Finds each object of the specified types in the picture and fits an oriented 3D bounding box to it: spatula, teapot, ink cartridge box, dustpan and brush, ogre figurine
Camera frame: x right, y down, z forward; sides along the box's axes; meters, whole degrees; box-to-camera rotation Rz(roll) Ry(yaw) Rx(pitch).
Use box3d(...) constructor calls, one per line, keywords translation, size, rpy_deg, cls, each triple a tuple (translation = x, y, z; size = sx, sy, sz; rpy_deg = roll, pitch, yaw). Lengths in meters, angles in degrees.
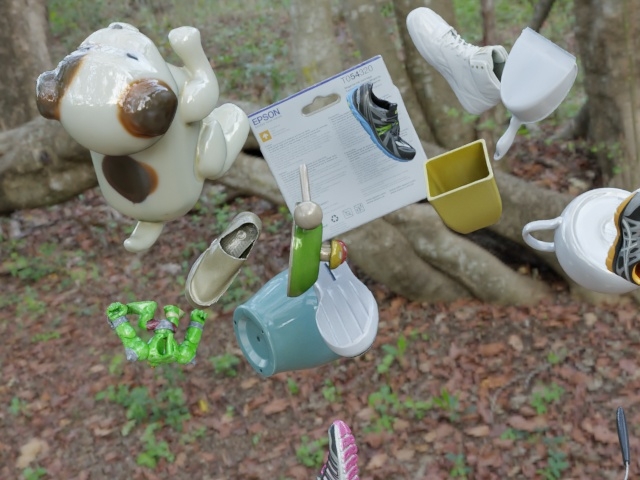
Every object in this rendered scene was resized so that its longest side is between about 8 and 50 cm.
box3d(translation=(0.598, 0.462, 1.634), size=(0.030, 0.084, 0.297), rpy_deg=(5, 51, 16), cls="spatula")
box3d(translation=(0.626, 0.018, 1.843), size=(0.252, 0.256, 0.187), rpy_deg=(-25, -21, -13), cls="teapot")
box3d(translation=(0.052, -0.193, 1.811), size=(0.324, 0.330, 0.071), rpy_deg=(-22, 15, 10), cls="ink cartridge box")
box3d(translation=(0.337, -0.228, 1.375), size=(0.060, 0.211, 0.147), rpy_deg=(18, 24, -37), cls="dustpan and brush")
box3d(translation=(-0.311, 0.181, 1.589), size=(0.096, 0.118, 0.197), rpy_deg=(-27, -33, 30), cls="ogre figurine")

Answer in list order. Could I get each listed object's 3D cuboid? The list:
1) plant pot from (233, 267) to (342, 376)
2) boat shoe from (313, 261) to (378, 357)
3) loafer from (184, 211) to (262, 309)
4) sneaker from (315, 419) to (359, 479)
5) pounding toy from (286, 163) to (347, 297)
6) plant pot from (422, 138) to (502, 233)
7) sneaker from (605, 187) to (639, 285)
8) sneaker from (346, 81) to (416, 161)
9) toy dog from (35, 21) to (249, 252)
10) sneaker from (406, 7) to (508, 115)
box3d(translation=(-0.059, 0.198, 1.990), size=(0.255, 0.272, 0.271), rpy_deg=(-24, 22, -31), cls="plant pot")
box3d(translation=(0.056, 0.145, 1.640), size=(0.121, 0.119, 0.335), rpy_deg=(-22, 26, 3), cls="boat shoe")
box3d(translation=(-0.128, 0.024, 1.079), size=(0.148, 0.056, 0.050), rpy_deg=(-59, 7, -7), cls="loafer")
box3d(translation=(0.022, 0.392, 1.402), size=(0.074, 0.171, 0.063), rpy_deg=(-7, 1, 25), cls="sneaker")
box3d(translation=(0.000, 0.000, 1.558), size=(0.110, 0.237, 0.183), rpy_deg=(6, 36, -2), cls="pounding toy")
box3d(translation=(0.180, -0.057, 1.008), size=(0.081, 0.083, 0.082), rpy_deg=(-20, 38, 17), cls="plant pot")
box3d(translation=(0.585, -0.008, 1.503), size=(0.084, 0.215, 0.083), rpy_deg=(-22, 43, -16), cls="sneaker")
box3d(translation=(0.129, -0.229, 1.613), size=(0.078, 0.188, 0.067), rpy_deg=(-34, 19, 21), cls="sneaker")
box3d(translation=(-0.340, -0.210, 1.464), size=(0.284, 0.396, 0.408), rpy_deg=(20, -15, 11), cls="toy dog")
box3d(translation=(0.334, -0.434, 1.878), size=(0.108, 0.292, 0.169), rpy_deg=(-45, 10, -24), cls="sneaker")
